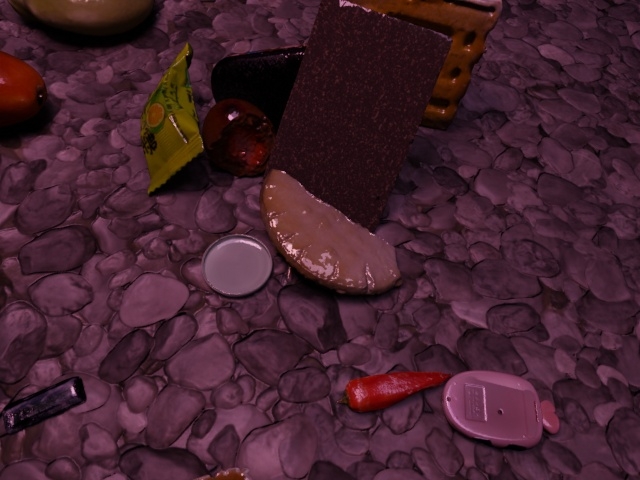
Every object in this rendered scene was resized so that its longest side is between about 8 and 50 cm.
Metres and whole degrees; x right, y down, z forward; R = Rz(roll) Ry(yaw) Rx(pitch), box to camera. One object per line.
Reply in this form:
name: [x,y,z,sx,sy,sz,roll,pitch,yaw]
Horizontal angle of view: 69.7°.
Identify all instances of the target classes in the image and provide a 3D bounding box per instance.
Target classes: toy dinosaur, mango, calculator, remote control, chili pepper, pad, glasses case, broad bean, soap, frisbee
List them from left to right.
mango: [-0.618,-0.247,0.770,0.288,0.129,0.146,-14,60,-5]
remote control: [-0.353,0.208,0.587,0.096,0.014,0.039,-22,64,-18]
broad bean: [-0.493,-0.510,0.948,0.290,0.119,0.238,-2,50,-11]
frisbee: [-0.130,0.038,0.717,0.110,0.014,0.110,3,57,-5]
toy dinosaur: [-0.054,0.010,0.735,0.041,0.026,0.113,17,52,-6]
glasses case: [-0.041,-0.277,0.813,0.320,0.122,0.082,-1,37,15]
pad: [0.048,-0.200,0.751,0.219,0.331,0.004,23,15,6]
chili pepper: [0.108,0.204,0.637,0.178,0.027,0.045,-6,59,-12]
soap: [0.147,-0.357,0.852,0.280,0.259,0.143,13,52,-1]
calculator: [0.251,0.233,0.638,0.165,0.024,0.103,8,58,-1]

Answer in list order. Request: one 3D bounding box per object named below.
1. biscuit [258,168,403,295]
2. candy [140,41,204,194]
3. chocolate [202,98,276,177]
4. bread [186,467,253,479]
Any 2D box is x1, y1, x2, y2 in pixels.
biscuit: [0.000,-0.001,0.722,0.289,0.038,0.141,37,52,8]
candy: [-0.261,-0.214,0.790,0.069,0.149,0.247,13,53,-48]
chocolate: [-0.139,-0.182,0.782,0.127,0.133,0.124,34,57,11]
bread: [-0.151,0.354,0.466,0.209,0.110,0.192,-10,62,-13]
